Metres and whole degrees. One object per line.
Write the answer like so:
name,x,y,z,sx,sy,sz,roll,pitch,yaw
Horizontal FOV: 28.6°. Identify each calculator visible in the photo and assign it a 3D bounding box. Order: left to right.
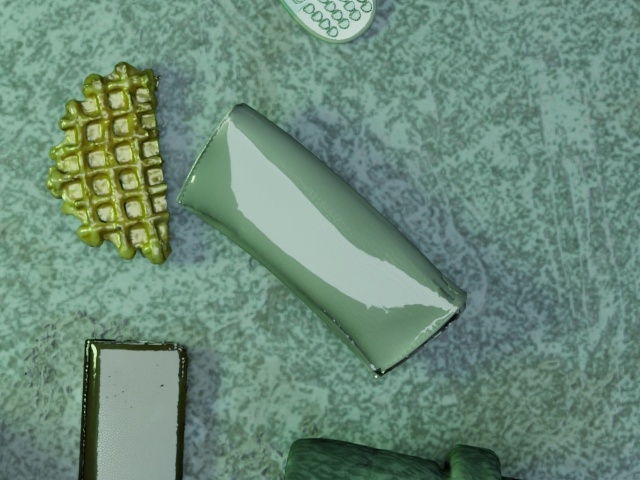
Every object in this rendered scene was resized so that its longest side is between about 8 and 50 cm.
calculator,-0.003,-0.276,1.311,0.095,0.021,0.153,-37,92,-3

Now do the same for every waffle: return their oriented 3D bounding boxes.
waffle,-0.197,-0.082,1.287,0.160,0.046,0.192,26,88,0

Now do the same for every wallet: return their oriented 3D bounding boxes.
wallet,-0.192,0.202,1.290,0.110,0.031,0.198,2,89,-4

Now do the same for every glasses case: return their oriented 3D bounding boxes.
glasses case,-0.002,0.002,1.279,0.308,0.083,0.128,42,93,-2

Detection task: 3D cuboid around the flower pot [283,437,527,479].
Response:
flower pot,0.090,0.330,1.172,0.282,0.299,0.299,10,89,1
